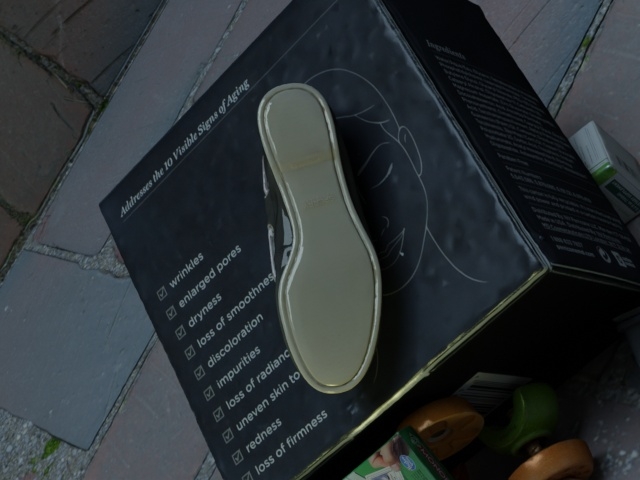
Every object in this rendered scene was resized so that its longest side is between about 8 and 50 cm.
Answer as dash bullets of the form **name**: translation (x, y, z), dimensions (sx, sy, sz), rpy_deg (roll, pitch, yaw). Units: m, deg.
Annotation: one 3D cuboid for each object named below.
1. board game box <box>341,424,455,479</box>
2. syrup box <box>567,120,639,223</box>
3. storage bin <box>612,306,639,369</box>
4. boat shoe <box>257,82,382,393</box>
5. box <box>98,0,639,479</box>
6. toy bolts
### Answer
- **board game box**: translation (0.109, 0.380, 1.605), dimensions (0.213, 0.317, 0.046), rpy_deg (-42, -10, 20)
- **syrup box**: translation (0.282, -0.029, 1.923), dimensions (0.237, 0.093, 0.096), rpy_deg (-39, 35, 23)
- **storage bin**: translation (0.396, 0.106, 1.661), dimensions (0.135, 0.098, 0.091), rpy_deg (-27, 68, 36)
- **boat shoe**: translation (0.000, 0.000, 1.637), dimensions (0.112, 0.095, 0.335), rpy_deg (-10, 76, 0)
- **box**: translation (0.055, 0.009, 1.821), dimensions (0.480, 0.297, 0.472), rpy_deg (-43, 59, 25)
- **toy bolts**: translation (0.170, 0.286, 1.695), dimensions (0.228, 0.218, 0.158), rpy_deg (-52, 51, 34)
